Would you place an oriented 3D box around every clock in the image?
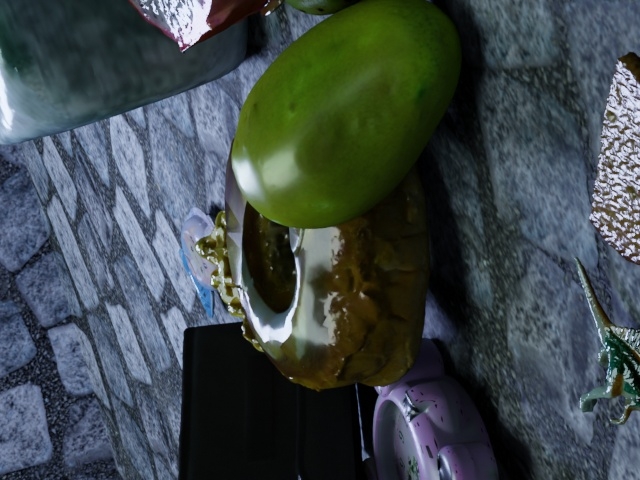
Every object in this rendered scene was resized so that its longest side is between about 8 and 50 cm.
[{"bbox_3d":[0.123,0.251,2.120,0.248,0.090,0.228,-122,29,-54],"label":"clock"}]

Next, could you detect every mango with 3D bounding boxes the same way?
[{"bbox_3d":[0.026,-0.129,1.856,0.273,0.149,0.185,-50,36,19],"label":"mango"}]

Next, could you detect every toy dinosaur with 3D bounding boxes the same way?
[{"bbox_3d":[0.274,0.107,1.682,0.106,0.044,0.187,2,99,56],"label":"toy dinosaur"}]

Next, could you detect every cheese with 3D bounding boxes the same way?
[{"bbox_3d":[-0.168,0.028,2.818,0.135,0.052,0.245,65,161,13],"label":"cheese"}]

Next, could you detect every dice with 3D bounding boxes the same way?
[{"bbox_3d":[-0.301,-0.323,2.374,0.328,0.330,0.348,0,108,70],"label":"dice"}]

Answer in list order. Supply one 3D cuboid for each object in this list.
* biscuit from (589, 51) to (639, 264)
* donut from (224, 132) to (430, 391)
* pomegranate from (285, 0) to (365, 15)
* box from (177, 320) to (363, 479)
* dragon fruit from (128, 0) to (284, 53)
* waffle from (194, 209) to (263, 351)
[{"bbox_3d":[0.265,-0.048,1.549,0.126,0.025,0.206,56,159,35],"label":"biscuit"},{"bbox_3d":[0.000,0.000,2.062,0.330,0.160,0.330,14,108,54],"label":"donut"},{"bbox_3d":[0.012,-0.278,1.893,0.130,0.130,0.130,55,157,37],"label":"pomegranate"},{"bbox_3d":[-0.050,0.290,2.337,0.345,0.204,0.251,-93,-5,-54],"label":"box"},{"bbox_3d":[-0.120,-0.360,2.079,0.290,0.189,0.291,47,154,31],"label":"dragon fruit"},{"bbox_3d":[-0.038,0.019,2.270,0.238,0.058,0.243,-47,69,33],"label":"waffle"}]
